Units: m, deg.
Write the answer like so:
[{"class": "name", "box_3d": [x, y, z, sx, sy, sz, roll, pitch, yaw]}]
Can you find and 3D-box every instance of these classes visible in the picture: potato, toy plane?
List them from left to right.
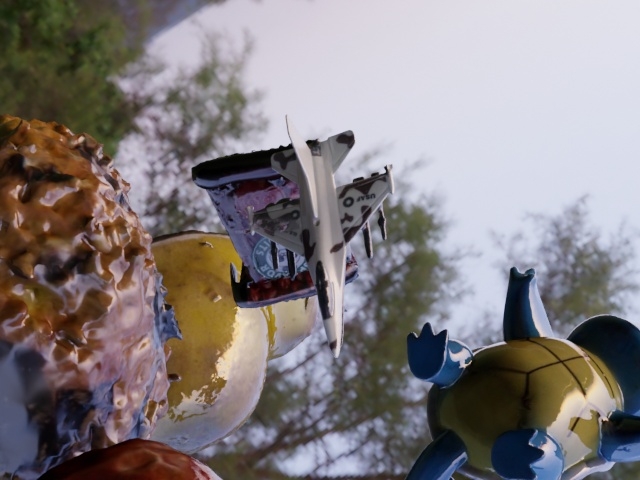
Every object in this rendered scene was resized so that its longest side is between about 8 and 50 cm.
[{"class": "potato", "box_3d": [-0.157, 0.181, 1.786, 0.290, 0.397, 0.296, -49, -133, 29]}, {"class": "toy plane", "box_3d": [0.005, -0.004, 1.148, 0.160, 0.234, 0.082, -15, 170, 22]}]

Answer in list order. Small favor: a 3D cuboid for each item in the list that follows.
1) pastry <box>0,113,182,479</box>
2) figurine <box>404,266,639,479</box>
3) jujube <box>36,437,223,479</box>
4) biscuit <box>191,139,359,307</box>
[{"class": "pastry", "box_3d": [-0.280, 0.064, 1.118, 0.292, 0.405, 0.337, -6, 168, -18]}, {"class": "figurine", "box_3d": [0.243, 0.199, 1.353, 0.416, 0.243, 0.298, -31, -137, -16]}, {"class": "jujube", "box_3d": [-0.143, 0.276, 0.917, 0.213, 0.213, 0.232, -46, 156, -39]}, {"class": "biscuit", "box_3d": [-0.050, -0.019, 1.353, 0.151, 0.235, 0.063, -8, -138, 10]}]
